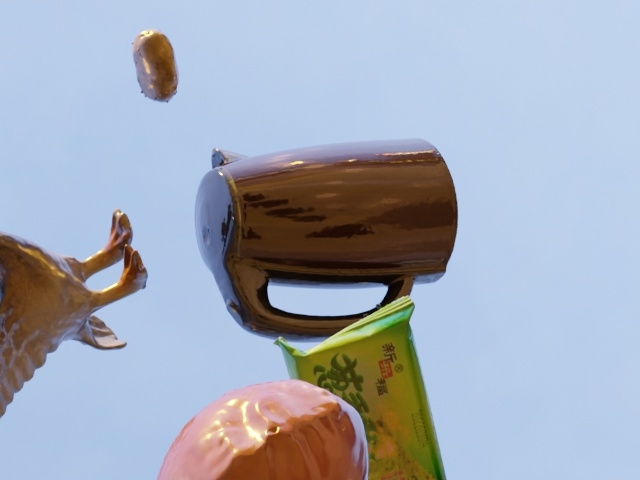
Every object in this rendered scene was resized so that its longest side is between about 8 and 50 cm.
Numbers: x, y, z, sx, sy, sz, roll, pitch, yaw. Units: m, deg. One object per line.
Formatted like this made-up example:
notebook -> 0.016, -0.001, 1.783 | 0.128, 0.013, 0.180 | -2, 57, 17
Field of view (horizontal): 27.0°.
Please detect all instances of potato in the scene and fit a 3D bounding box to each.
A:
potato -> -0.167, -0.179, 1.366 | 0.040, 0.051, 0.083 | -44, -35, -40

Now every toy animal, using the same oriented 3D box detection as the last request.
toy animal -> -0.197, 0.015, 0.864 | 0.160, 0.272, 0.197 | -7, -44, -28

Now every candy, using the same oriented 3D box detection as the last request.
candy -> 0.037, 0.135, 0.895 | 0.102, 0.032, 0.178 | -16, -79, -10

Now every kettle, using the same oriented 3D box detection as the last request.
kettle -> 0.000, 0.000, 1.263 | 0.232, 0.144, 0.202 | -5, -109, -26

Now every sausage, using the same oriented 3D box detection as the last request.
sausage -> -0.030, 0.126, 0.468 | 0.077, 0.077, 0.194 | -5, -47, -24
